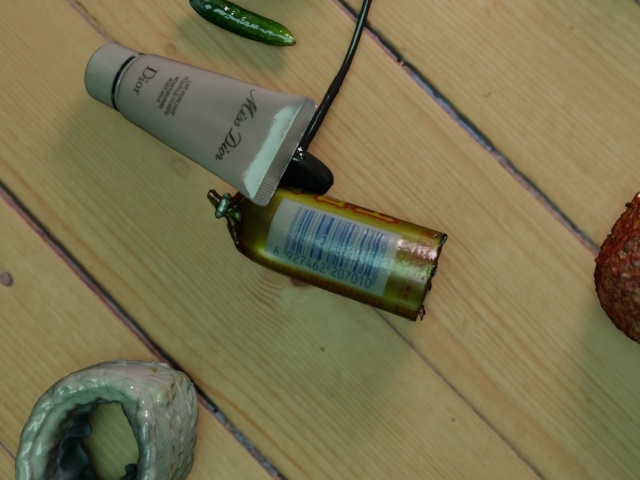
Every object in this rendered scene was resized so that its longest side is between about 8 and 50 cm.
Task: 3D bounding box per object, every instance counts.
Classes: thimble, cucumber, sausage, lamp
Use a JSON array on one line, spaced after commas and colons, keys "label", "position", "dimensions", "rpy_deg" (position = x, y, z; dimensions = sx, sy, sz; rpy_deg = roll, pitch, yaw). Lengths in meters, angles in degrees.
[{"label": "thimble", "position": [-0.271, 0.261, 1.445], "dimensions": [0.205, 0.172, 0.250], "rpy_deg": [45, 100, 7]}, {"label": "cucumber", "position": [-0.107, -0.285, 1.463], "dimensions": [0.168, 0.039, 0.039], "rpy_deg": [24, 96, 6]}, {"label": "sausage", "position": [0.000, 0.001, 1.420], "dimensions": [0.318, 0.125, 0.117], "rpy_deg": [19, 63, 13]}, {"label": "lamp", "position": [0.039, -0.229, 1.404], "dimensions": [0.130, 0.108, 0.371], "rpy_deg": [30, 95, -15]}]

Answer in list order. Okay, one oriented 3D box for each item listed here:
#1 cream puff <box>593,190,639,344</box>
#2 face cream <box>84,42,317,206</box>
[{"label": "cream puff", "position": [0.446, 0.031, 1.319], "dimensions": [0.240, 0.164, 0.239], "rpy_deg": [-1, 87, 10]}, {"label": "face cream", "position": [-0.158, -0.162, 1.414], "dimensions": [0.314, 0.089, 0.143], "rpy_deg": [26, 86, 24]}]
